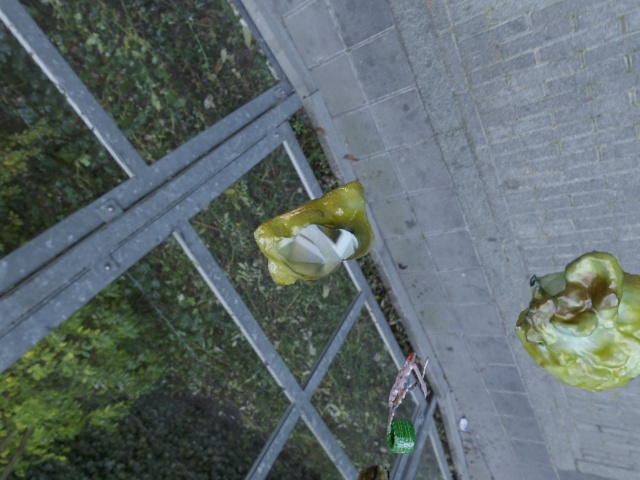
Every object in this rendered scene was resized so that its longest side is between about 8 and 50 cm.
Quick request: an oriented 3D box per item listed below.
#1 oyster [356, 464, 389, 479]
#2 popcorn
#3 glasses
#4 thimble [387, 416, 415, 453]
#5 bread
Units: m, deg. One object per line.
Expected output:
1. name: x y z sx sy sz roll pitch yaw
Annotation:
1. oyster: 0.030 0.536 0.737 0.093 0.295 0.166 27 164 3
2. popcorn: 0.373 0.103 0.579 0.197 0.198 0.212 -1 144 36
3. glasses: 0.240 0.422 1.123 0.095 0.162 0.256 24 138 18
4. thimble: 0.313 0.754 1.598 0.090 0.130 0.118 5 123 -7
5. bread: 0.000 0.000 0.788 0.232 0.088 0.161 -24 113 -3
